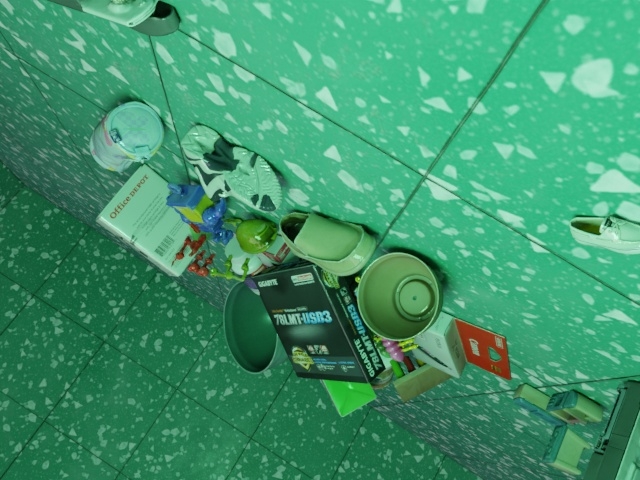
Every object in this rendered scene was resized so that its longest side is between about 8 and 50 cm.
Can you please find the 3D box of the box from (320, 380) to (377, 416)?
[{"bbox_3d":[0.053,0.408,1.668,0.262,0.126,0.231,62,173,17],"label":"box"}]

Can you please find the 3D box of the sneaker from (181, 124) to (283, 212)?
[{"bbox_3d":[-0.171,-0.117,1.070,0.234,0.094,0.153,30,162,9],"label":"sneaker"}]

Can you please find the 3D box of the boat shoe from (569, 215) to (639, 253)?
[{"bbox_3d":[0.338,-0.011,0.615,0.035,0.035,0.100,43,165,-32],"label":"boat shoe"}]

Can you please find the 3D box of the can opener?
[{"bbox_3d":[-0.338,-0.358,0.781,0.280,0.074,0.093,26,160,20],"label":"can opener"}]

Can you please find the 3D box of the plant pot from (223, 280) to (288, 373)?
[{"bbox_3d":[-0.154,0.265,1.718,0.196,0.293,0.293,-3,-170,-42],"label":"plant pot"}]

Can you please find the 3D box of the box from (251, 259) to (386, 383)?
[{"bbox_3d":[-0.015,0.190,1.260,0.295,0.073,0.294,-13,104,54],"label":"box"}]

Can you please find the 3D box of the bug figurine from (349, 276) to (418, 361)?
[{"bbox_3d":[0.123,0.184,1.238,0.216,0.072,0.279,56,169,3],"label":"bug figurine"}]

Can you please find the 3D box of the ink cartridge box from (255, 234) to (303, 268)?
[{"bbox_3d":[-0.103,0.048,1.400,0.109,0.063,0.150,15,153,41],"label":"ink cartridge box"}]

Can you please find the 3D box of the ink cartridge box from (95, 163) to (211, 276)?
[{"bbox_3d":[-0.469,-0.054,1.528,0.273,0.198,0.114,41,160,-21],"label":"ink cartridge box"}]

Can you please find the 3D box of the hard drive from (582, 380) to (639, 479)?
[{"bbox_3d":[0.618,0.439,0.946,0.339,0.237,0.064,40,159,-17],"label":"hard drive"}]

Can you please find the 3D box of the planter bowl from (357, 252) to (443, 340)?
[{"bbox_3d":[0.166,0.109,1.020,0.162,0.162,0.109,21,-177,32],"label":"planter bowl"}]

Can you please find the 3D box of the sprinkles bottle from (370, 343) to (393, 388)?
[{"bbox_3d":[0.179,0.378,1.663,0.121,0.121,0.355,27,160,16],"label":"sprinkles bottle"}]

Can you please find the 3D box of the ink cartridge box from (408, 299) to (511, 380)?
[{"bbox_3d":[0.317,0.257,1.251,0.238,0.060,0.275,22,158,33],"label":"ink cartridge box"}]

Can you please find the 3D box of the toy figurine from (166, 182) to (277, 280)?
[{"bbox_3d":[-0.303,-0.050,1.317,0.362,0.191,0.217,9,145,47],"label":"toy figurine"}]

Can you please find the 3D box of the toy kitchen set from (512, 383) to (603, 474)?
[{"bbox_3d":[0.498,0.413,1.174,0.122,0.166,0.207,29,160,10],"label":"toy kitchen set"}]

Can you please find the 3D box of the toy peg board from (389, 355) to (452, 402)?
[{"bbox_3d":[0.273,0.360,1.479,0.079,0.160,0.161,62,180,36],"label":"toy peg board"}]

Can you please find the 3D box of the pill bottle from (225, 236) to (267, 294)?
[{"bbox_3d":[-0.193,0.069,1.527,0.108,0.108,0.193,20,157,34],"label":"pill bottle"}]

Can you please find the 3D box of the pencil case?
[{"bbox_3d":[-0.441,-0.227,1.196,0.273,0.113,0.124,2,122,57],"label":"pencil case"}]

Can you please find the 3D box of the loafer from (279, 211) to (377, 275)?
[{"bbox_3d":[0.000,0.000,1.067,0.092,0.102,0.268,39,161,-35],"label":"loafer"}]
